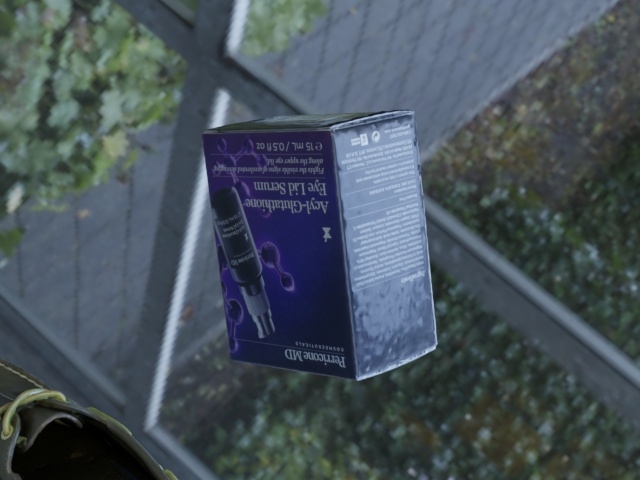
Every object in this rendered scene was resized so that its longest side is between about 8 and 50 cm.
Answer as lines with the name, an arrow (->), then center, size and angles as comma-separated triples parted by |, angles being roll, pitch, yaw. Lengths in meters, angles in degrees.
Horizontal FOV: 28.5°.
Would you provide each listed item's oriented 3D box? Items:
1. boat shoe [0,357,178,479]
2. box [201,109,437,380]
boat shoe -> -0.196, 0.163, 0.945 | 0.109, 0.305, 0.091 | -29, 142, -38
box -> 0.000, 0.000, 1.051 | 0.108, 0.153, 0.207 | -16, 103, -45
